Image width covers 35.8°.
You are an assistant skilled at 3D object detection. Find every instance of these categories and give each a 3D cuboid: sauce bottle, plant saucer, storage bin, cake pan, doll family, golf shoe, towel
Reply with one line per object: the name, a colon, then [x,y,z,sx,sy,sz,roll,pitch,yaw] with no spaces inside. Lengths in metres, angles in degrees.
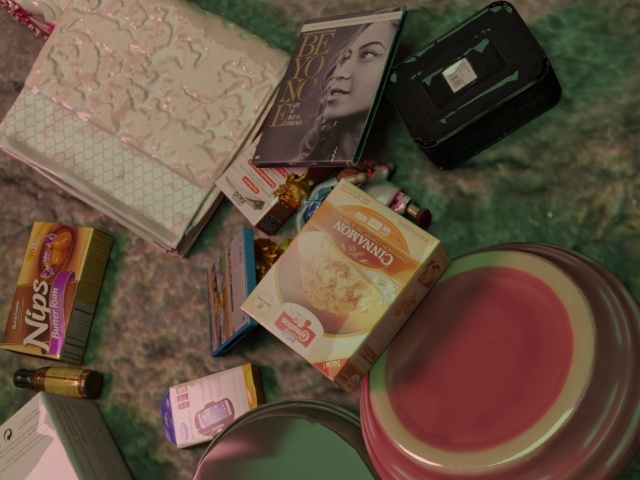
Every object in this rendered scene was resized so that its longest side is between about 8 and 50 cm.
sauce bottle: [-0.359,0.190,1.346,0.128,0.042,0.042,3,76,26]
plant saucer: [0.179,0.137,1.045,0.332,0.084,0.332,-18,52,25]
storage bin: [0.182,-0.185,1.193,0.180,0.084,0.122,-31,64,12]
cake pan: [-0.037,0.327,1.136,0.293,0.054,0.293,-5,76,19]
doll family: [0.000,0.000,1.198,0.163,0.118,0.263,35,91,29]
golf shoe: [-0.391,-0.371,1.504,0.306,0.115,0.140,33,81,21]
towel: [-0.244,-0.188,1.350,0.332,0.053,0.317,30,88,10]

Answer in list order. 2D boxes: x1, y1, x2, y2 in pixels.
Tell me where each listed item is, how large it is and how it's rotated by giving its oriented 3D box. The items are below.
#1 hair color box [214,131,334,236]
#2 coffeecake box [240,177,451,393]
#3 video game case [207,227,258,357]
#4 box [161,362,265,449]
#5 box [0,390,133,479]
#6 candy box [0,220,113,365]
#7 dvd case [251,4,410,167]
hair color box: [-0.045,-0.099,1.286,0.167,0.053,0.093,-46,61,4]
coffeecake box: [0.028,0.048,1.084,0.142,0.068,0.185,35,83,27]
video game case: [-0.110,0.068,1.222,0.015,0.166,0.119,2,70,-22]
box: [-0.135,0.211,1.247,0.136,0.028,0.081,-19,69,20]
box: [-0.348,0.320,1.257,0.181,0.119,0.182,-39,62,9]
candy box: [-0.367,0.072,1.379,0.109,0.053,0.187,7,76,26]
dvd case: [0.011,-0.190,1.233,0.164,0.018,0.221,3,65,40]
